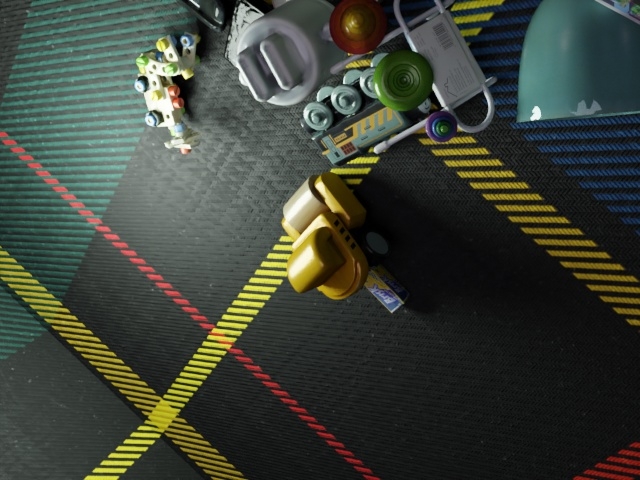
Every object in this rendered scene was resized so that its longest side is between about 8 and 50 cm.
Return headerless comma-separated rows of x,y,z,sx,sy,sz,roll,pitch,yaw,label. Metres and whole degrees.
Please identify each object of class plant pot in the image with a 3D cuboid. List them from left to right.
0.527,-0.359,1.356,0.293,0.293,0.235,0,99,30,plant pot

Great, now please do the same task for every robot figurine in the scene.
-0.056,-0.438,1.593,0.300,0.353,0.199,-13,114,33,robot figurine

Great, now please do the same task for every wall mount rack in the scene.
0.212,-0.364,1.526,0.350,0.304,0.130,59,166,-9,wall mount rack

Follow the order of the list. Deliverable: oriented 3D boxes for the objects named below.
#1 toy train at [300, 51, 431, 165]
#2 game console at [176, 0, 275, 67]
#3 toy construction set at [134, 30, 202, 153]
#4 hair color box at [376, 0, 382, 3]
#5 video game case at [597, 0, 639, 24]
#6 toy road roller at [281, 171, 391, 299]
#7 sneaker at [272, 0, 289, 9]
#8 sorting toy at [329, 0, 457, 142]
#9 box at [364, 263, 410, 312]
0.109,-0.318,1.706,0.334,0.142,0.190,-24,113,34,toy train
-0.258,-0.590,1.796,0.361,0.044,0.213,40,143,10,game console
-0.412,-0.408,1.949,0.215,0.151,0.327,2,104,28,toy construction set
0.085,-0.602,1.622,0.141,0.043,0.072,51,127,-1,hair color box
0.566,-0.434,1.147,0.201,0.023,0.183,28,152,-2,video game case
0.000,0.000,1.821,0.329,0.241,0.202,55,128,14,toy road roller
-0.067,-0.643,1.643,0.103,0.111,0.252,30,125,13,sneaker
0.155,-0.344,1.412,0.127,0.126,0.365,-39,97,11,sorting toy
0.168,0.118,1.938,0.169,0.054,0.059,45,128,1,box
